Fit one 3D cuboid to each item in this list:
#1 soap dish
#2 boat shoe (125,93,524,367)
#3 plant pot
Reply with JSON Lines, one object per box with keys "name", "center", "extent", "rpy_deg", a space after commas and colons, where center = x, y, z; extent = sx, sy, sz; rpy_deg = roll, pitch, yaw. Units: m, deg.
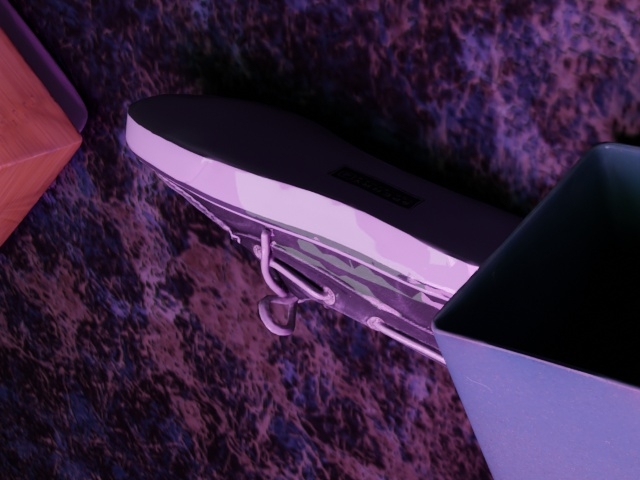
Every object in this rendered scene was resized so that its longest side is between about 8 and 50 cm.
{"name": "soap dish", "center": [-0.324, -0.093, 1.210], "extent": [0.229, 0.118, 0.291], "rpy_deg": [52, 141, 2]}
{"name": "boat shoe", "center": [0.003, -0.001, 0.948], "extent": [0.306, 0.113, 0.105], "rpy_deg": [22, 118, 21]}
{"name": "plant pot", "center": [0.190, 0.101, 0.798], "extent": [0.166, 0.165, 0.234], "rpy_deg": [15, 136, 38]}
